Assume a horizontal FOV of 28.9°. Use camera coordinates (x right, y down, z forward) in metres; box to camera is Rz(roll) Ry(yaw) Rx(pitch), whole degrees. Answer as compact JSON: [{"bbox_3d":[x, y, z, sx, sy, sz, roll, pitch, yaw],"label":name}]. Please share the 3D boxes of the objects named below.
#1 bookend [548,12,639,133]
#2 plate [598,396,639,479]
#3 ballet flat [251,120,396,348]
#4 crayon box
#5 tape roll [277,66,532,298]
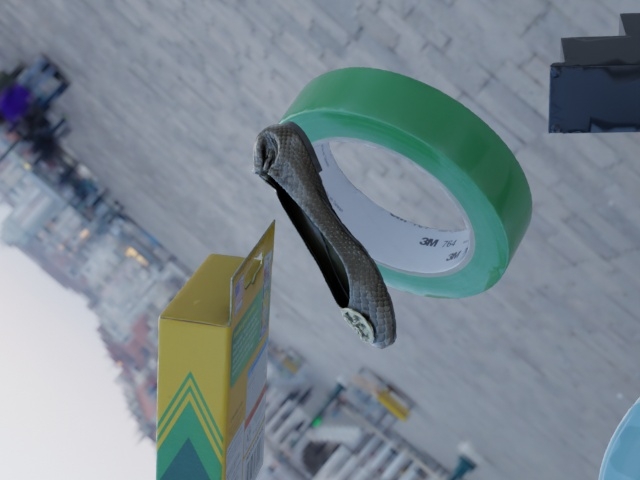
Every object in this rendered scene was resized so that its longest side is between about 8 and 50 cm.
[{"bbox_3d":[0.305,-0.173,1.247,0.156,0.157,0.072,-79,-13,-59],"label":"bookend"},{"bbox_3d":[0.217,0.112,0.543,0.188,0.188,0.024,43,-157,-22],"label":"plate"},{"bbox_3d":[0.000,0.000,1.233,0.250,0.058,0.084,64,153,-1],"label":"ballet flat"},{"bbox_3d":[-0.118,0.153,1.399,0.083,0.323,0.203,8,-160,9],"label":"crayon box"},{"bbox_3d":[0.090,-0.062,1.476,0.321,0.077,0.321,23,149,15],"label":"tape roll"}]
